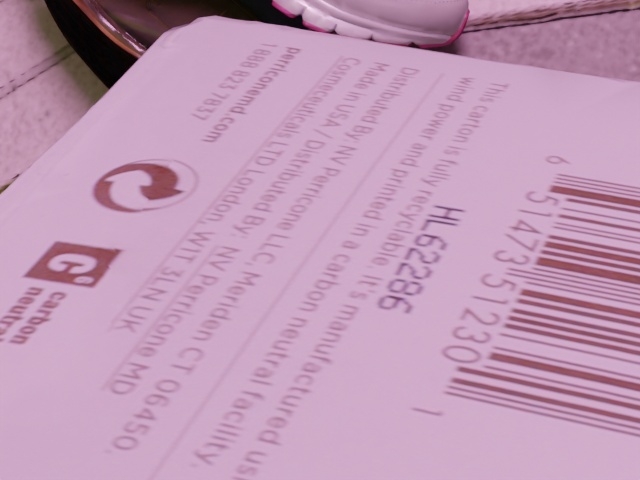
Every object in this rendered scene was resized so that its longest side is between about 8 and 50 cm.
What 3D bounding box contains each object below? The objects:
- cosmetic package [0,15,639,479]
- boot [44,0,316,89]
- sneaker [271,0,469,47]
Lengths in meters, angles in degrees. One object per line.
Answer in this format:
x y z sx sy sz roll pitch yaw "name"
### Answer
0.035 0.171 0.598 0.328 0.393 0.329 11 33 18 "cosmetic package"
-0.083 -0.131 0.965 0.106 0.082 0.219 -40 67 -18 "boot"
-0.013 -0.203 0.897 0.252 0.103 0.111 31 108 -6 "sneaker"
